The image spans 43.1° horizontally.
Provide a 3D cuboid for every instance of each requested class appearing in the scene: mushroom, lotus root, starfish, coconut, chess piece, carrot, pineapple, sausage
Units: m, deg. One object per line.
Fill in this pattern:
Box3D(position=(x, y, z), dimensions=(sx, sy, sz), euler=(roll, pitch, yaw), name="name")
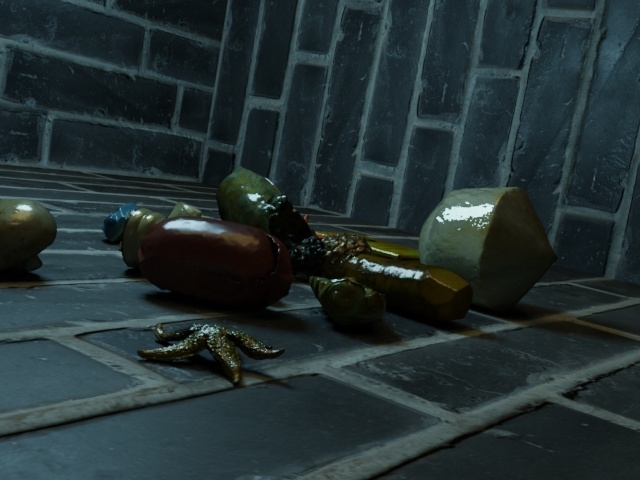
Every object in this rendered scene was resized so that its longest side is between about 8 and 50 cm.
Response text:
Box3D(position=(-0.539, -0.003, 1.397), dimensions=(0.166, 0.127, 0.166), euler=(-10, 17, 3), name="mushroom")
Box3D(position=(-0.124, -0.023, 1.986), dimensions=(0.267, 0.149, 0.260), euler=(50, -8, -30), name="lotus root")
Box3D(position=(-0.159, 0.142, 1.082), dimensions=(0.175, 0.053, 0.208), euler=(-8, 10, -37), name="starfish")
Box3D(position=(0.400, 0.020, 1.905), dimensions=(0.328, 0.329, 0.329), euler=(10, 7, -1), name="coconut")
Box3D(position=(-0.227, 0.036, 1.588), dimensions=(0.307, 0.139, 0.124), euler=(17, 26, 12), name="chess piece")
Box3D(position=(0.166, 0.093, 1.680), dimensions=(0.301, 0.114, 0.114), euler=(14, 8, 39), name="carrot")
Box3D(position=(-0.013, 0.040, 1.838), dimensions=(0.248, 0.128, 0.128), euler=(3, 8, -15), name="pineapple")
Box3D(position=(-0.182, 0.039, 1.439), dimensions=(0.279, 0.152, 0.152), euler=(11, 7, 5), name="sausage")

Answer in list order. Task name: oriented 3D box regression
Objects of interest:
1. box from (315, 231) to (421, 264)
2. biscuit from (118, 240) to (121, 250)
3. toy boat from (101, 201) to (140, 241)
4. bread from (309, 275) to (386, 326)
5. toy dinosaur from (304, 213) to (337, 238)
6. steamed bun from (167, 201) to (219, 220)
Box3D(position=(0.140, 0.045, 2.147), dimensions=(0.301, 0.084, 0.192), euler=(16, 8, 41), name="box")
Box3D(position=(-0.350, 0.019, 1.892), dimensions=(0.250, 0.035, 0.162), euler=(7, 11, -37), name="biscuit")
Box3D(position=(-0.456, -0.028, 1.982), dimensions=(0.102, 0.088, 0.215), euler=(44, 6, -1), name="toy boat")
Box3D(position=(0.044, 0.108, 1.493), dimensions=(0.128, 0.088, 0.232), euler=(18, -1, -9), name="bread")
Box3D(position=(-0.002, 0.000, 2.045), dimensions=(0.139, 0.070, 0.286), euler=(29, 15, -50), name="toy dinosaur")
Box3D(position=(-0.246, 0.005, 1.786), dimensions=(0.212, 0.110, 0.231), euler=(32, -3, -16), name="steamed bun")
